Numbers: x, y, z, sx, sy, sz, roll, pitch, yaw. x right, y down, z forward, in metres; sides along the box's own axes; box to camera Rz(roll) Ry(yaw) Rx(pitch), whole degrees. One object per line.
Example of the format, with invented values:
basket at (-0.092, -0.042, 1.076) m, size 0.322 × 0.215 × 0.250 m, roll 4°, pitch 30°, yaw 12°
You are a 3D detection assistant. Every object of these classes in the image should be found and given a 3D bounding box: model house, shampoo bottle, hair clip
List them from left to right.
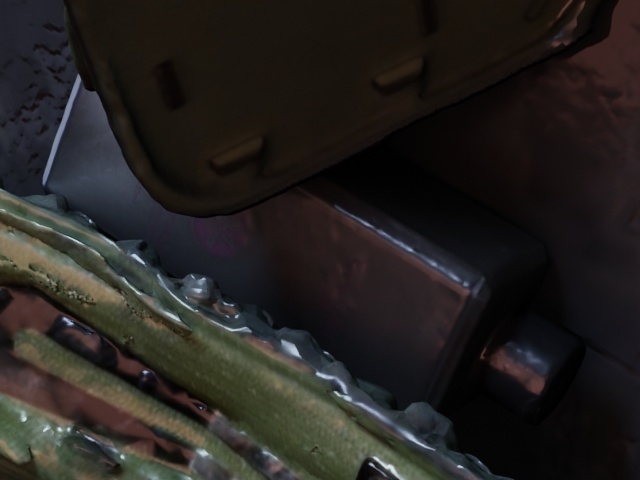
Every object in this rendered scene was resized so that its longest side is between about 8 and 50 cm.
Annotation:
hair clip at (-0.055, 0.077, 0.747) m, size 0.321 × 0.091 × 0.138 m, roll 31°, pitch 104°, yaw 15°
model house at (-0.043, -0.188, 0.740) m, size 0.279 × 0.218 × 0.205 m, roll 54°, pitch 164°, yaw 42°
shampoo bottle at (0.000, 0.000, 0.774) m, size 0.246 × 0.079 × 0.080 m, roll 31°, pitch 115°, yaw 20°

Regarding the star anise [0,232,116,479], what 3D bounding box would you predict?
star anise at (-0.153, 0.094, 0.866) m, size 0.223 × 0.109 × 0.236 m, roll -36°, pitch 76°, yaw 5°
